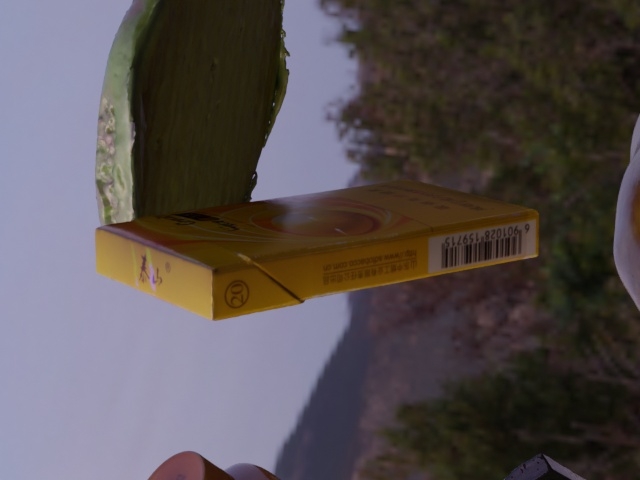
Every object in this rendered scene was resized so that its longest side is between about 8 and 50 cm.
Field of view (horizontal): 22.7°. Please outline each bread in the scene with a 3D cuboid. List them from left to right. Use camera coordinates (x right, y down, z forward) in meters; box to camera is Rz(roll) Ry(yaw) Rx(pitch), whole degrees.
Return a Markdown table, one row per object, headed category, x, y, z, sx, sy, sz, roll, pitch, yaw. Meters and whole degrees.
| category | x | y | z | sx | sy | sz | roll | pitch | yaw |
| --- | --- | --- | --- | --- | --- | --- | --- | --- | --- |
| bread | -0.095 | -0.112 | 1.249 | 0.301 | 0.045 | 0.301 | 16 | -90 | -72 |

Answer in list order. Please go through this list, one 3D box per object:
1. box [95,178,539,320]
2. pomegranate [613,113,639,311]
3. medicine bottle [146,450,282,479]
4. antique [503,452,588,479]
| category | x | y | z | sx | sy | sz | roll | pitch | yaw |
| --- | --- | --- | --- | --- | --- | --- | --- | --- | --- |
| box | 0.000 | 0.000 | 1.086 | 0.152 | 0.269 | 0.044 | 15 | 109 | 52 |
| pomegranate | 0.364 | -0.022 | 1.092 | 0.332 | 0.332 | 0.333 | 7 | -90 | -85 |
| medicine bottle | -0.073 | 0.304 | 1.566 | 0.112 | 0.222 | 0.149 | 10 | 64 | 56 |
| antique | 0.158 | 0.163 | 1.001 | 0.015 | 0.031 | 0.192 | 56 | -169 | 29 |
